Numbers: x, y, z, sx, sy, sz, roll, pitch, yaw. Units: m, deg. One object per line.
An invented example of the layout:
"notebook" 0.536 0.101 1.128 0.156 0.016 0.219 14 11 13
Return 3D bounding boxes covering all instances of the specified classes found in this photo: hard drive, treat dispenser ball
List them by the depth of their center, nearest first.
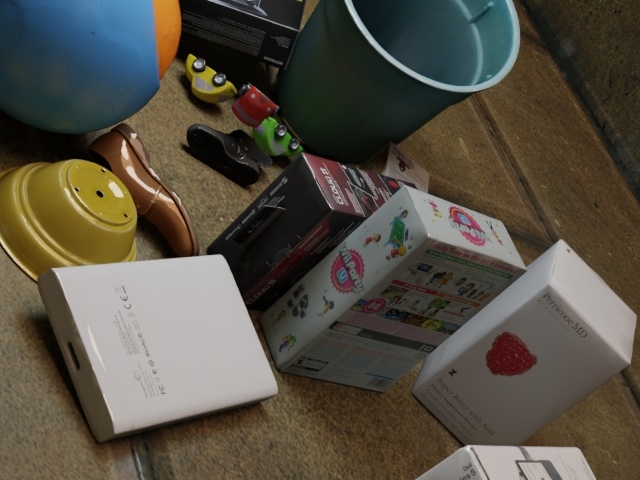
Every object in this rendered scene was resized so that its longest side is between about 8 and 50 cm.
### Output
"hard drive" -0.188 0.120 1.508 0.308 0.040 0.203 -4 67 -57
"treat dispenser ball" -0.325 -0.282 1.606 0.288 0.288 0.288 34 30 -23

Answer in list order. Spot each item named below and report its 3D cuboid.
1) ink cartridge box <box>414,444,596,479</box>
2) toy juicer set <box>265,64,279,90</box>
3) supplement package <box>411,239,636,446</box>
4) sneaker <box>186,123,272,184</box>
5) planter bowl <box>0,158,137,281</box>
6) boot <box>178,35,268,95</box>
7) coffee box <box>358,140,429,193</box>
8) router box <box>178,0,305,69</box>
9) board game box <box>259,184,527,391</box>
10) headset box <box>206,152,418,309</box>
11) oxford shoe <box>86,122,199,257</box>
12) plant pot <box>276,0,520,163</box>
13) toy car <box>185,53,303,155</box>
"ink cartridge box" 0.225 0.364 1.638 0.273 0.198 0.114 11 45 -48
"toy juicer set" -0.004 -0.286 2.314 0.329 0.089 0.209 24 54 -18
"supplement package" 0.314 0.174 1.914 0.177 0.293 0.175 45 27 -4
"sneaker" -0.143 -0.145 1.949 0.170 0.051 0.089 36 29 -29
"planter bowl" -0.295 -0.034 1.540 0.217 0.090 0.217 35 29 -23
"boot" -0.163 -0.351 2.175 0.190 0.076 0.208 38 23 -16
"coffee box" 0.093 -0.038 2.044 0.098 0.141 0.246 39 29 -16
"router box" -0.180 -0.421 2.109 0.309 0.081 0.243 19 33 -7
"board game box" 0.100 0.076 1.724 0.224 0.303 0.097 17 40 -45
"headset box" 0.000 0.000 1.775 0.293 0.218 0.110 10 44 -49
"oxford shoe" -0.242 -0.054 1.687 0.076 0.076 0.212 -34 83 -32
"plant pot" 0.105 -0.314 2.121 0.341 0.334 0.341 14 58 -23
"toy car" -0.109 -0.195 2.010 0.239 0.053 0.225 33 -7 46
